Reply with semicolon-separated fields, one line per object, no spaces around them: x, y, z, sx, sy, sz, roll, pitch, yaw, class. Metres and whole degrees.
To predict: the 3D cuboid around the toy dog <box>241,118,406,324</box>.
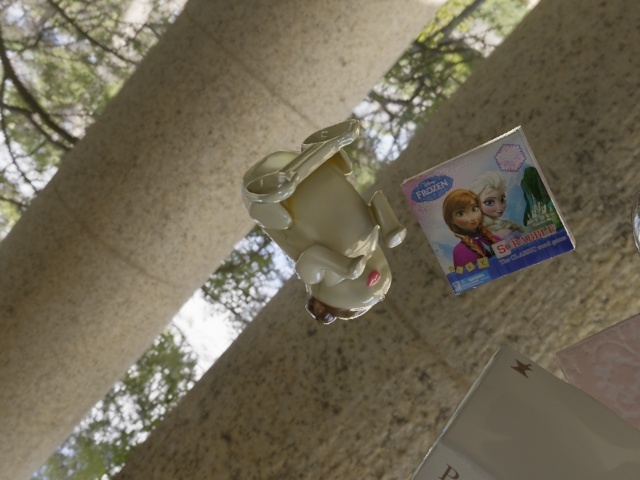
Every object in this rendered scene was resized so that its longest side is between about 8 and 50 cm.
0.000;0.000;1.598;0.395;0.284;0.408;-9;120;47;toy dog

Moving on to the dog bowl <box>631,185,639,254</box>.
0.870;-0.077;1.513;0.408;0.408;0.150;49;-176;36;dog bowl

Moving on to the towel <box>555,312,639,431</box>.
0.650;0.291;1.318;0.053;0.316;0.332;35;-150;-63;towel

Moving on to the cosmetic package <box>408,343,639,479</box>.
0.281;0.443;1.081;0.329;0.394;0.327;33;-151;17;cosmetic package

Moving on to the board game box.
0.408;-0.067;1.762;0.318;0.318;0.066;61;-155;-7;board game box
